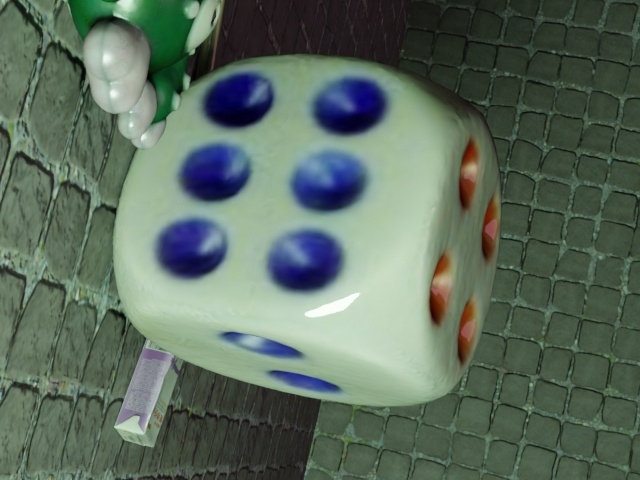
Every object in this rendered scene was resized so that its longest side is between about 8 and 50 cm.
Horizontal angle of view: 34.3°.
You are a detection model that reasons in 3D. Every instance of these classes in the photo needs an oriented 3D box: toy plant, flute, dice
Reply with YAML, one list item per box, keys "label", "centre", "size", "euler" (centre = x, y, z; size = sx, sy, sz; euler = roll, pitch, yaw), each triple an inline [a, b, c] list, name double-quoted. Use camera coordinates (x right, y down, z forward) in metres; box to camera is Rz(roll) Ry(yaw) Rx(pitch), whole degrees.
- label: "toy plant"
  centre: [-0.126, -0.196, 0.774]
  size: [0.243, 0.113, 0.232]
  euler: [77, 20, -81]
- label: "flute"
  centre: [-0.115, -0.202, 1.091]
  size: [0.027, 0.027, 0.233]
  euler: [-36, 137, -76]
- label: "dice"
  centre: [0.000, 0.000, 1.031]
  size: [0.304, 0.304, 0.277]
  euler: [54, 49, -61]

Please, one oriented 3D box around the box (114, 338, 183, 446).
- label: "box"
  centre: [-0.179, 0.157, 1.107]
  size: [0.050, 0.036, 0.117]
  euler: [80, 24, -64]
